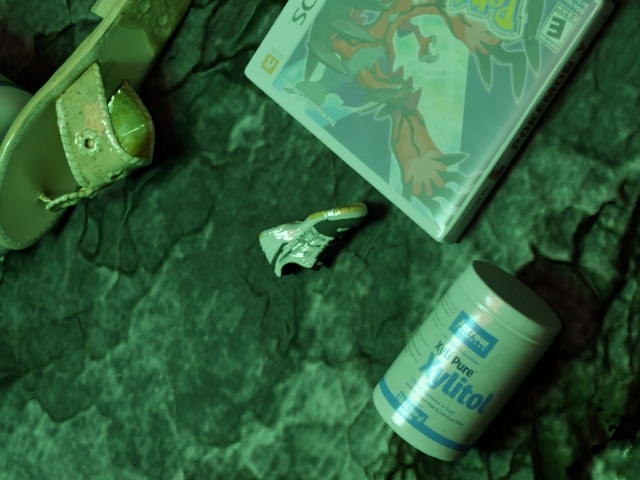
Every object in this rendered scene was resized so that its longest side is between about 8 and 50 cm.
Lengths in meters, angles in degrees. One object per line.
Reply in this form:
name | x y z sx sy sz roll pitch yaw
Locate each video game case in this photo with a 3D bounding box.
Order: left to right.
video game case | 0.063 -0.128 1.255 0.201 0.023 0.183 42 107 30

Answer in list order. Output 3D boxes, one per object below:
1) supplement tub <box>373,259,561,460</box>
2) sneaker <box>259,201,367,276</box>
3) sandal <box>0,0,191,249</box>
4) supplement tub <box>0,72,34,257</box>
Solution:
supplement tub | 0.088 0.073 1.184 0.071 0.071 0.107 44 109 30
sneaker | 0.000 0.000 1.280 0.083 0.032 0.037 -20 87 35
sandal | -0.144 -0.083 1.350 0.079 0.088 0.240 35 98 35
supplement tub | -0.298 -0.081 1.416 0.199 0.144 0.144 34 103 32
